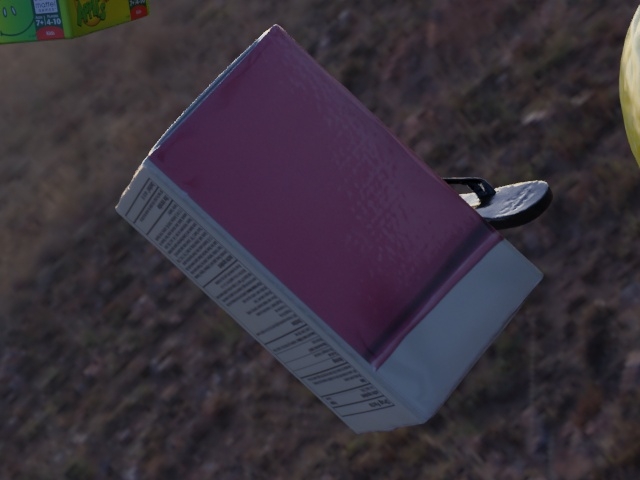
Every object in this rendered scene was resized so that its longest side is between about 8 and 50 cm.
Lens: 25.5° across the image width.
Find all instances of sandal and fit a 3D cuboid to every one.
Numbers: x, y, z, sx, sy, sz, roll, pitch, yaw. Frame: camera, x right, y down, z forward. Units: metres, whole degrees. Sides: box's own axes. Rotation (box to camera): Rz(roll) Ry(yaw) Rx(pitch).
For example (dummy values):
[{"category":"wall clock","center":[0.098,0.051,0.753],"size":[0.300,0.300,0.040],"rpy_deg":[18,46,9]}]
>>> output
[{"category":"sandal","center":[0.105,-0.030,1.123],"size":[0.179,0.040,0.067],"rpy_deg":[-12,29,48]}]

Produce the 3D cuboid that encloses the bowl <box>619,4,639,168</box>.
[{"category":"bowl","center":[0.327,-0.057,0.854],"size":[0.289,0.289,0.156],"rpy_deg":[-30,30,33]}]

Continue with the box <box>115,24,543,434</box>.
[{"category":"box","center":[0.000,0.000,0.910],"size":[0.127,0.232,0.148],"rpy_deg":[-49,5,-18]}]

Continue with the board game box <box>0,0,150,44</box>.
[{"category":"board game box","center":[-0.210,-0.149,0.892],"size":[0.181,0.043,0.092],"rpy_deg":[0,17,25]}]
